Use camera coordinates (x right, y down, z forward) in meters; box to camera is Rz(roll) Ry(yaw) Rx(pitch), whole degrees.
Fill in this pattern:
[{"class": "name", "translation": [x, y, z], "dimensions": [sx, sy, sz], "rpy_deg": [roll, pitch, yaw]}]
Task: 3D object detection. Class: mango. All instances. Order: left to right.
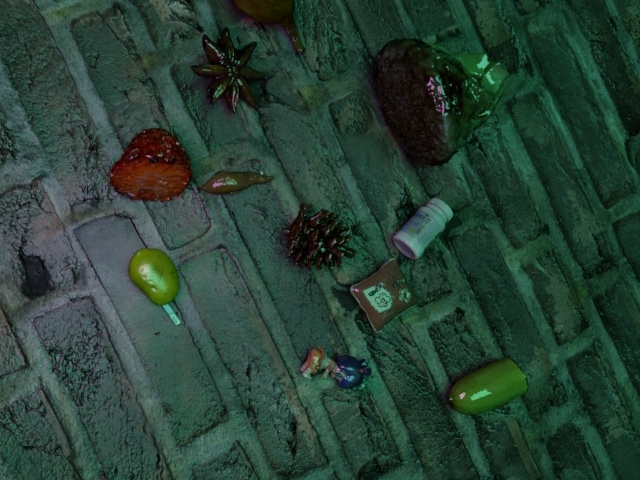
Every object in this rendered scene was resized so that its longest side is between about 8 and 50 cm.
[{"class": "mango", "translation": [-0.450, 0.094, 1.816], "dimensions": [0.163, 0.089, 0.117], "rpy_deg": [50, 61, -10]}]

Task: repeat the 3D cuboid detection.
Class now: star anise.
[{"class": "star anise", "translation": [-0.275, -0.481, 1.923], "dimensions": [0.272, 0.103, 0.271], "rpy_deg": [2, 88, -43]}]

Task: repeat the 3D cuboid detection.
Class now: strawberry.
[{"class": "strawberry", "translation": [-0.464, -0.224, 1.797], "dimensions": [0.234, 0.234, 0.177], "rpy_deg": [-4, 63, -17]}]

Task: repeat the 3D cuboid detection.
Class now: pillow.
[{"class": "pillow", "translation": [0.198, 0.167, 2.012], "dimensions": [0.179, 0.075, 0.171], "rpy_deg": [-33, 95, -16]}]

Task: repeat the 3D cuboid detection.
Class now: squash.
[{"class": "squash", "translation": [0.505, 0.464, 2.054], "dimensions": [0.247, 0.132, 0.132], "rpy_deg": [-21, 91, -15]}]

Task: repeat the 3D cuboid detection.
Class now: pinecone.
[{"class": "pinecone", "translation": [0.000, -0.001, 1.920], "dimensions": [0.213, 0.168, 0.185], "rpy_deg": [11, 112, -27]}]

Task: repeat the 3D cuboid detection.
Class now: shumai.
[{"class": "shumai", "translation": [0.386, -0.442, 1.984], "dimensions": [0.348, 0.395, 0.394], "rpy_deg": [-21, 91, -16]}]

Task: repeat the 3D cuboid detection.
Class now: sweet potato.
[{"class": "sweet potato", "translation": [-0.237, -0.171, 1.918], "dimensions": [0.226, 0.068, 0.068], "rpy_deg": [-10, 88, -18]}]

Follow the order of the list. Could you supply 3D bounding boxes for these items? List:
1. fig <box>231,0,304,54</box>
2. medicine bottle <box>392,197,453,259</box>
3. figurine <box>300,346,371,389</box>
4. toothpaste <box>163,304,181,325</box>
[{"class": "fig", "translation": [-0.148, -0.698, 1.976], "dimensions": [0.190, 0.191, 0.290], "rpy_deg": [-53, 141, -14]}, {"class": "medicine bottle", "translation": [0.318, -0.038, 2.054], "dimensions": [0.103, 0.103, 0.186], "rpy_deg": [46, 75, -8]}, {"class": "figurine", "translation": [0.050, 0.374, 1.931], "dimensions": [0.195, 0.111, 0.102], "rpy_deg": [21, 99, -15]}, {"class": "toothpaste", "translation": [-0.419, 0.199, 1.850], "dimensions": [0.017, 0.020, 0.083], "rpy_deg": [-36, 95, -19]}]
